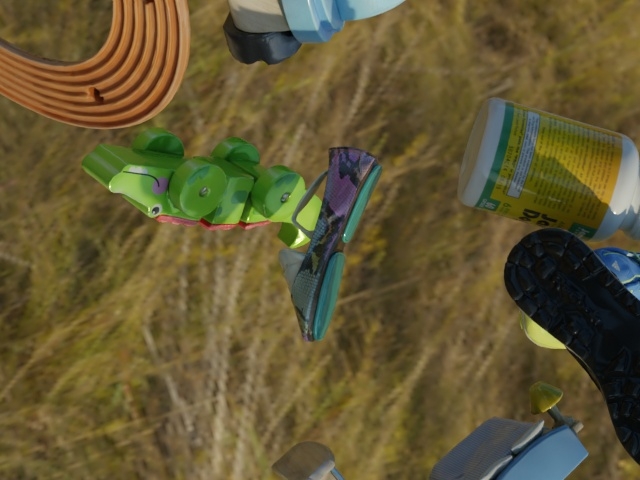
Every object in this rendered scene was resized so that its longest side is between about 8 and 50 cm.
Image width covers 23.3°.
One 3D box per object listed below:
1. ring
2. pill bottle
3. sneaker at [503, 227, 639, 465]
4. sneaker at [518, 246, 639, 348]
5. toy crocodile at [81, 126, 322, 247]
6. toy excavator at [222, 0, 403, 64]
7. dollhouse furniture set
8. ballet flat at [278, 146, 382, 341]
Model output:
[{"bbox_3d":[-0.221,-0.216,1.059,0.337,0.336,0.032,53,55,-18],"label":"ring"},{"bbox_3d":[0.256,-0.065,1.601,0.208,0.118,0.118,16,54,-3],"label":"pill bottle"},{"bbox_3d":[0.288,0.107,1.411,0.283,0.107,0.124,54,11,19],"label":"sneaker"},{"bbox_3d":[0.320,0.052,1.544,0.126,0.240,0.091,85,-9,-71],"label":"sneaker"},{"bbox_3d":[-0.127,-0.057,1.788,0.340,0.115,0.105,4,112,-49],"label":"toy crocodile"},{"bbox_3d":[0.098,-0.444,2.092,0.222,0.445,0.433,77,20,-44],"label":"toy excavator"},{"bbox_3d":[0.118,0.248,1.861,0.303,0.286,0.198,-40,101,-12],"label":"dollhouse furniture set"},{"bbox_3d":[0.000,0.000,1.727,0.077,0.079,0.222,21,88,-76],"label":"ballet flat"}]
